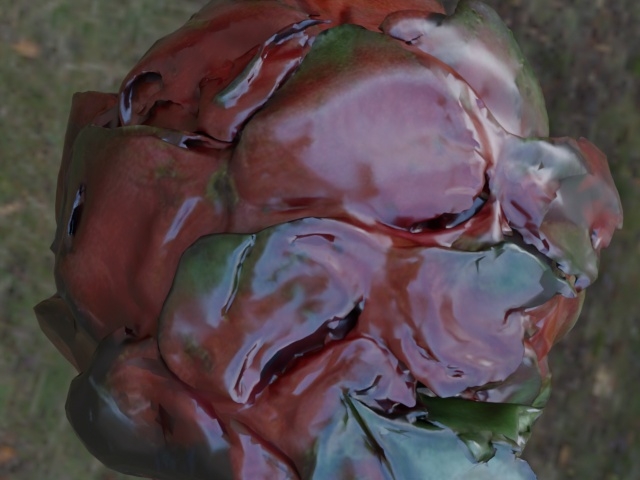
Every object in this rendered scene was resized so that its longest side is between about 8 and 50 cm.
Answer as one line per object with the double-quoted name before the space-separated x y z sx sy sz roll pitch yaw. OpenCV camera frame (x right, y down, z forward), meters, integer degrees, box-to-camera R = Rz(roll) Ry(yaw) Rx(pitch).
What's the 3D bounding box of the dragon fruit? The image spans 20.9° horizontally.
"dragon fruit" -0.001 0.002 0.529 0.188 0.182 0.182 -172 -85 -88
